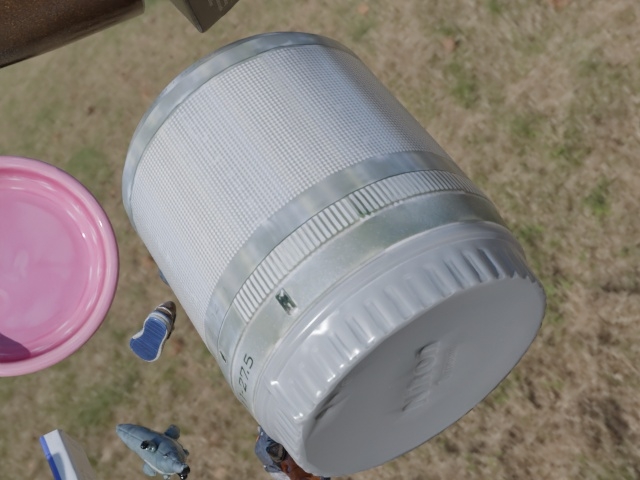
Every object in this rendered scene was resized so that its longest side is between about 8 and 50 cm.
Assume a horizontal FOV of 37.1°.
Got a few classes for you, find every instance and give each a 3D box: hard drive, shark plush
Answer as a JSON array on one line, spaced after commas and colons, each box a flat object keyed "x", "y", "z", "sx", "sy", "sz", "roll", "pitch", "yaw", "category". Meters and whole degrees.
[{"x": -0.350, "y": 0.466, "z": 1.512, "sx": 0.040, "sy": 0.318, "sz": 0.210, "roll": -24, "pitch": -17, "yaw": -12, "category": "hard drive"}, {"x": -0.209, "y": 0.274, "z": 1.205, "sx": 0.073, "sy": 0.067, "sz": 0.161, "roll": -51, "pitch": 29, "yaw": -3, "category": "shark plush"}]

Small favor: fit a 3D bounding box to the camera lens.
[{"x": 0.000, "y": 0.000, "z": 0.691, "sx": 0.219, "sy": 0.219, "sz": 0.274, "roll": -44, "pitch": 57, "yaw": 11, "category": "camera lens"}]

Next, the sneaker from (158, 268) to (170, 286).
[{"x": -0.182, "y": 0.057, "z": 1.680, "sx": 0.290, "sy": 0.106, "sz": 0.123, "roll": -23, "pitch": -41, "yaw": -56, "category": "sneaker"}]

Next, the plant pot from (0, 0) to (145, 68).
[{"x": -0.268, "y": -0.183, "z": 0.605, "sx": 0.230, "sy": 0.215, "sz": 0.215, "roll": -33, "pitch": 23, "yaw": -9, "category": "plant pot"}]

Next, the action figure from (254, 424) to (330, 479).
[{"x": -0.066, "y": 0.383, "z": 1.966, "sx": 0.330, "sy": 0.179, "sz": 0.341, "roll": 146, "pitch": 117, "yaw": -70, "category": "action figure"}]

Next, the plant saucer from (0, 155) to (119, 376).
[{"x": -0.476, "y": 0.039, "z": 1.456, "sx": 0.332, "sy": 0.332, "sz": 0.084, "roll": -55, "pitch": 9, "yaw": -12, "category": "plant saucer"}]

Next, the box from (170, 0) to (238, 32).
[{"x": -0.071, "y": -0.387, "z": 0.846, "sx": 0.312, "sy": 0.179, "sz": 0.343, "roll": -43, "pitch": 0, "yaw": -1, "category": "box"}]

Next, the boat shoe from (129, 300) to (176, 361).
[{"x": -0.317, "y": 0.178, "z": 1.862, "sx": 0.066, "sy": 0.066, "sz": 0.183, "roll": -55, "pitch": 5, "yaw": -38, "category": "boat shoe"}]
